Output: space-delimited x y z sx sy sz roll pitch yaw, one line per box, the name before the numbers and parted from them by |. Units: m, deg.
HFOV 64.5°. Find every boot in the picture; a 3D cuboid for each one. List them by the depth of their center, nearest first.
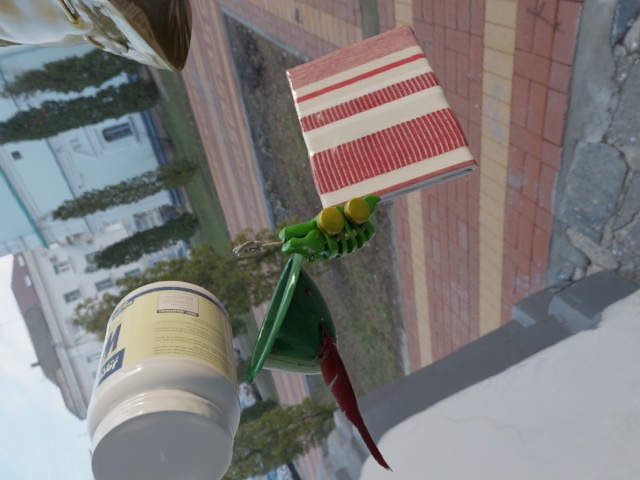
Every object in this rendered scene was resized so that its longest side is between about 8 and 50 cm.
boot | -0.221 -0.208 0.344 0.262 0.203 0.095 62 -143 -82

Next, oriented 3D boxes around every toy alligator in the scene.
toy alligator | 0.000 0.000 0.537 0.051 0.189 0.056 63 147 7

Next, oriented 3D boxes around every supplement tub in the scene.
supplement tub | -0.261 0.245 0.873 0.325 0.235 0.236 -116 12 -60

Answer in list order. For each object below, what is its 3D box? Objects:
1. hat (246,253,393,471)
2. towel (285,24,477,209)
hat | 0.018 0.133 0.646 0.173 0.183 0.209 158 133 -80
towel | 0.084 -0.201 0.822 0.037 0.236 0.329 59 -166 -57
